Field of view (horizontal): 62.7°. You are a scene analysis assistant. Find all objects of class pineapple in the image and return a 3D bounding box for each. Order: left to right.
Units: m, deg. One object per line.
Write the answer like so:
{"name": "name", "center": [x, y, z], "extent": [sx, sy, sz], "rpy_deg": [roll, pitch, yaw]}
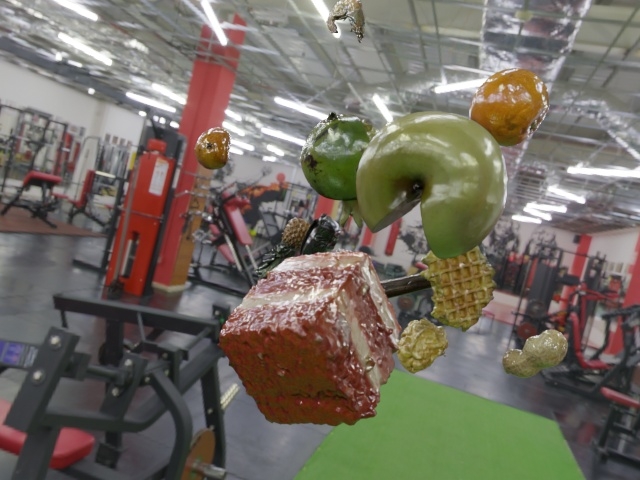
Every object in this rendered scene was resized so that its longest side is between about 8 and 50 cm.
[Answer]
{"name": "pineapple", "center": [-0.128, 0.049, 1.924], "extent": [0.130, 0.277, 0.119], "rpy_deg": [36, -16, 0]}

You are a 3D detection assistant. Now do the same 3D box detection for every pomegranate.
{"name": "pomegranate", "center": [0.071, -0.202, 1.514], "extent": [0.260, 0.341, 0.260], "rpy_deg": [-6, 18, 2]}

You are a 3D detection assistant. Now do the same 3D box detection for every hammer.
{"name": "hammer", "center": [0.400, 0.134, 1.880], "extent": [0.408, 0.243, 0.095], "rpy_deg": [-13, -3, 3]}

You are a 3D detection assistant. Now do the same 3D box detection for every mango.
{"name": "mango", "center": [-0.265, -0.231, 1.306], "extent": [0.084, 0.105, 0.159], "rpy_deg": [16, 11, -14]}

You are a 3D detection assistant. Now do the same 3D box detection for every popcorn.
{"name": "popcorn", "center": [0.347, 0.353, 1.814], "extent": [0.194, 0.163, 0.140], "rpy_deg": [-27, -18, -16]}

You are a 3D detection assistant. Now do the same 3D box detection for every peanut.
{"name": "peanut", "center": [0.611, 0.333, 1.513], "extent": [0.085, 0.228, 0.104], "rpy_deg": [22, 45, -19]}

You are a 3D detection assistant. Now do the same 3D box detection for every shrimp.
{"name": "shrimp", "center": [0.095, -0.775, 1.870], "extent": [0.143, 0.251, 0.052], "rpy_deg": [-26, -39, 19]}

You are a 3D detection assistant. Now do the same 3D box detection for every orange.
{"name": "orange", "center": [0.643, -0.458, 1.796], "extent": [0.261, 0.261, 0.261], "rpy_deg": [15, 3, -1]}

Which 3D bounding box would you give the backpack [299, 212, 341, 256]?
{"name": "backpack", "center": [0.000, 0.001, 1.770], "extent": [0.105, 0.165, 0.120], "rpy_deg": [29, 20, 3]}

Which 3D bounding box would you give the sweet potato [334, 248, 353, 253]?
{"name": "sweet potato", "center": [0.075, 0.057, 1.697], "extent": [0.055, 0.058, 0.202], "rpy_deg": [2, 5, -11]}

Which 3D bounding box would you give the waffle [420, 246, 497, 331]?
{"name": "waffle", "center": [0.439, 0.138, 1.687], "extent": [0.301, 0.281, 0.058], "rpy_deg": [57, -23, -13]}

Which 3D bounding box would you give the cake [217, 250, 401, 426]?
{"name": "cake", "center": [-0.004, 0.194, 1.139], "extent": [0.270, 0.270, 0.319], "rpy_deg": [-9, 27, 32]}

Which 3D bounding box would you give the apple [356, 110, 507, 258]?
{"name": "apple", "center": [0.218, -0.107, 1.030], "extent": [0.291, 0.292, 0.254], "rpy_deg": [16, 19, 26]}
